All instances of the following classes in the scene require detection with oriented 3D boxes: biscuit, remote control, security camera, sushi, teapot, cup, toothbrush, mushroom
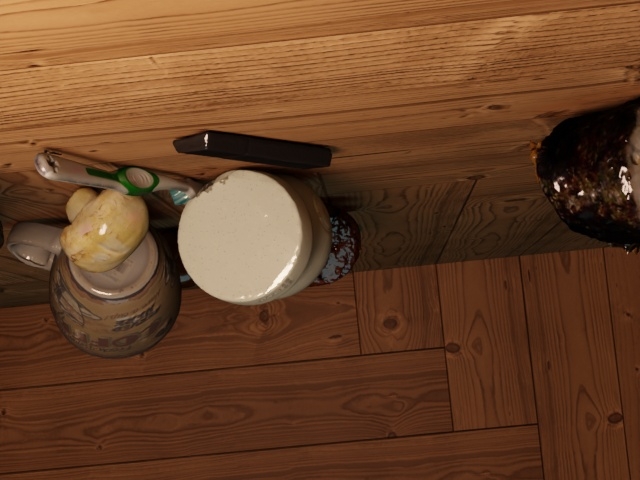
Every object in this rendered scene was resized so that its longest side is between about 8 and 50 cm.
[{"bbox_3d":[-0.024,0.007,2.187,0.192,0.192,0.049,-6,-143,3],"label":"biscuit"},{"bbox_3d":[-0.079,-0.110,1.577,0.063,0.025,0.245,-5,175,38],"label":"remote control"},{"bbox_3d":[-0.079,-0.001,1.832,0.194,0.195,0.236,-7,175,17],"label":"security camera"},{"bbox_3d":[0.423,-0.057,1.591,0.348,0.234,0.207,6,168,-40],"label":"sushi"},{"bbox_3d":[-0.271,0.025,2.373,0.116,0.116,0.173,-1,-161,-37],"label":"teapot"},{"bbox_3d":[-0.368,0.036,2.070,0.301,0.227,0.257,23,159,1],"label":"cup"},{"bbox_3d":[-0.244,-0.078,1.647,0.040,0.042,0.418,-27,168,15],"label":"toothbrush"},{"bbox_3d":[-0.302,-0.021,1.789,0.148,0.112,0.148,-49,174,-7],"label":"mushroom"}]

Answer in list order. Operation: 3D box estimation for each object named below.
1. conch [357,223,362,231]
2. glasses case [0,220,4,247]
[{"bbox_3d":[-0.005,-0.005,2.292,0.153,0.102,0.135,-38,180,-41],"label":"conch"},{"bbox_3d":[-0.543,0.003,1.814,0.137,0.085,0.355,-11,-177,-1],"label":"glasses case"}]
